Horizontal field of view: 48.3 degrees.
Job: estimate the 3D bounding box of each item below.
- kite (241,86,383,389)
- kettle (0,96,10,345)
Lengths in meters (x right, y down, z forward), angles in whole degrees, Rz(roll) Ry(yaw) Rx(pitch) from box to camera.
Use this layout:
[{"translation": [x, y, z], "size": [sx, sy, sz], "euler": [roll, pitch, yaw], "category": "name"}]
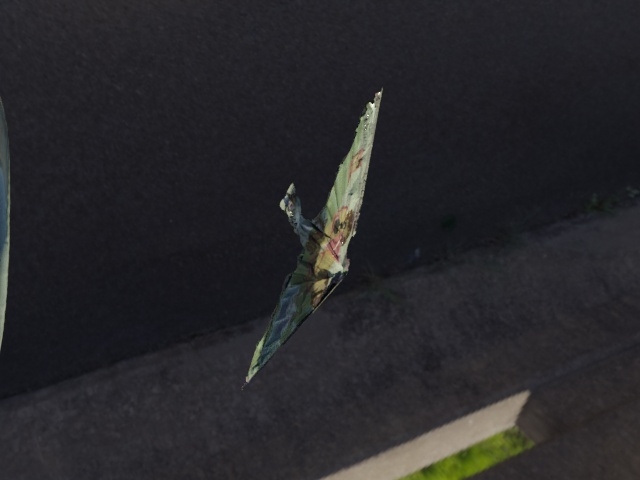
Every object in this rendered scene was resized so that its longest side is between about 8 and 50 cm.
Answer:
[{"translation": [0.000, 0.000, 0.713], "size": [0.322, 0.013, 0.268], "euler": [-66, 162, -8], "category": "kite"}, {"translation": [-0.386, -0.002, 0.442], "size": [0.342, 0.320, 0.246], "euler": [3, 95, -33], "category": "kettle"}]
